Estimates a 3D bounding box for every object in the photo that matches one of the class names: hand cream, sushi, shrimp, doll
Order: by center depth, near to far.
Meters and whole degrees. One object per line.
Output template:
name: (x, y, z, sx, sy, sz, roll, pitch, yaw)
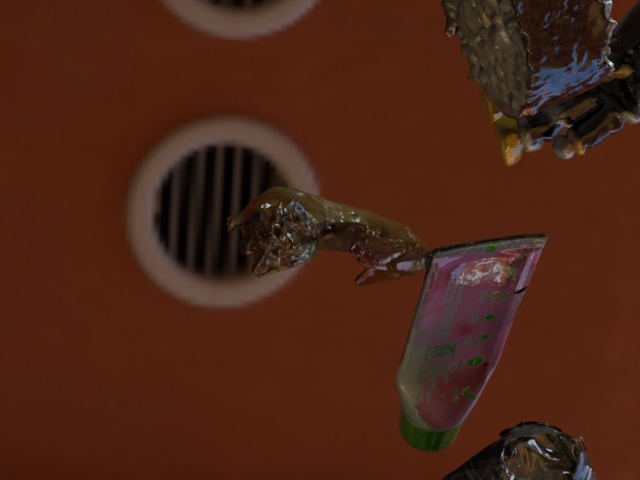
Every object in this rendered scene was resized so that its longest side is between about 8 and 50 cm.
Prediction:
sushi: (0.119, -0.146, 1.149, 0.090, 0.078, 0.150, 33, -34, 55)
shrimp: (0.000, 0.000, 1.466, 0.248, 0.150, 0.068, -12, 113, -67)
hand cream: (0.101, 0.076, 1.485, 0.050, 0.079, 0.275, 47, -27, 22)
doll: (0.292, -0.156, 1.705, 0.145, 0.316, 0.103, -97, 163, -59)

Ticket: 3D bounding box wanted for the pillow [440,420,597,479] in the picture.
pillow: (0.136, 0.284, 1.608, 0.092, 0.161, 0.335, 47, -36, 41)
